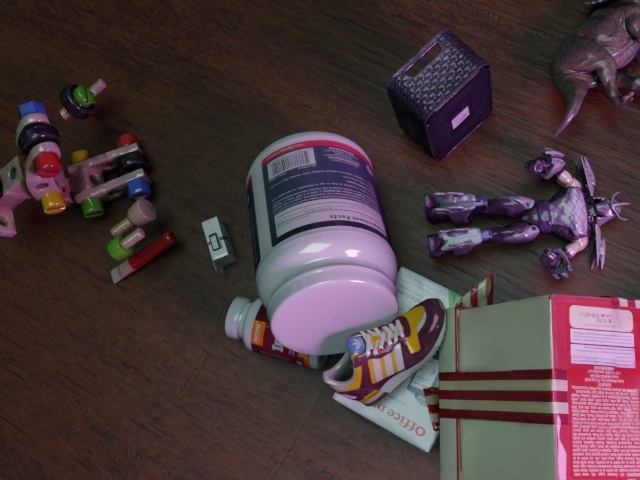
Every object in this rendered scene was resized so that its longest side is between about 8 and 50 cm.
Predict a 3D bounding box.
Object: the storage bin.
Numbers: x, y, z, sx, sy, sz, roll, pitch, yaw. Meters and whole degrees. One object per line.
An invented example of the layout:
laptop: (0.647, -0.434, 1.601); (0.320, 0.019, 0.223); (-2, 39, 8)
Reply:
storage bin: (0.177, -0.206, 1.164); (0.122, 0.180, 0.084); (-43, 70, 0)

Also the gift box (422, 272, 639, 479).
gift box: (0.294, 0.173, 0.969); (0.255, 0.258, 0.277); (11, 75, -21)

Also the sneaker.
sneaker: (0.081, 0.137, 1.018); (0.185, 0.083, 0.070); (-52, 28, 22)

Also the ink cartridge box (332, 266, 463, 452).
ink cartridge box: (0.137, 0.168, 1.125); (0.154, 0.093, 0.212); (28, 86, 18)

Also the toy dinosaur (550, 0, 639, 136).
toy dinosaur: (0.416, -0.276, 1.177); (0.160, 0.121, 0.314); (34, 90, 31)

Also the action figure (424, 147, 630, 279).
action figure: (0.293, -0.031, 1.137); (0.284, 0.099, 0.185); (-7, 69, 9)

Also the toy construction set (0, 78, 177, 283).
toy construction set: (-0.408, -0.062, 1.285); (0.237, 0.257, 0.309); (-33, 93, 22)

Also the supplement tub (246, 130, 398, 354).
supplement tub: (0.000, 0.000, 1.110); (0.191, 0.191, 0.272); (-17, 50, 9)

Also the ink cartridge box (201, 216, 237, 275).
ink cartridge box: (-0.156, 0.010, 1.261); (0.028, 0.048, 0.083); (-21, 73, 8)

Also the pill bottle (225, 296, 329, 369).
pill bottle: (-0.060, 0.132, 1.185); (0.151, 0.086, 0.086); (13, 79, 17)
